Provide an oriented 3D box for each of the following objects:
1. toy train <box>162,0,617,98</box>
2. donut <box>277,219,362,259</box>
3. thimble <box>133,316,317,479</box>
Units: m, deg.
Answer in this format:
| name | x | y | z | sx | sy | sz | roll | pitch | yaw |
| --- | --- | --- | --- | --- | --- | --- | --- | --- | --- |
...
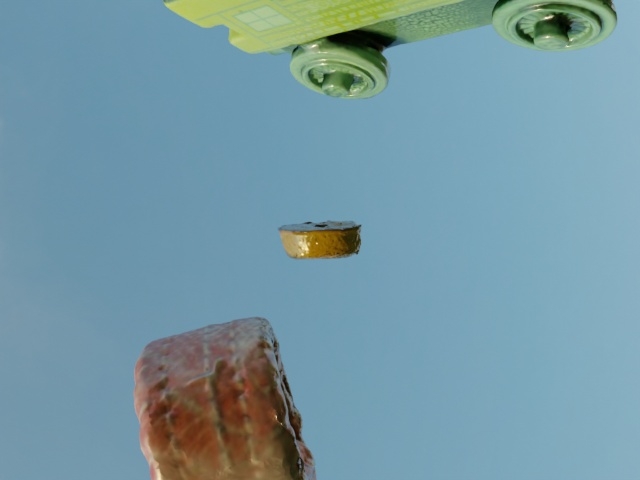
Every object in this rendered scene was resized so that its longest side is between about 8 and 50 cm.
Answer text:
| name | x | y | z | sx | sy | sz | roll | pitch | yaw |
| --- | --- | --- | --- | --- | --- | --- | --- | --- | --- |
| toy train | 0.061 | -0.257 | 0.717 | 0.272 | 0.442 | 0.179 | 22 | -108 | -45 |
| donut | 0.000 | 0.000 | 0.944 | 0.097 | 0.108 | 0.043 | -4 | -87 | 3 |
| thimble | -0.105 | 0.205 | 0.922 | 0.162 | 0.239 | 0.239 | -17 | -79 | -2 |
